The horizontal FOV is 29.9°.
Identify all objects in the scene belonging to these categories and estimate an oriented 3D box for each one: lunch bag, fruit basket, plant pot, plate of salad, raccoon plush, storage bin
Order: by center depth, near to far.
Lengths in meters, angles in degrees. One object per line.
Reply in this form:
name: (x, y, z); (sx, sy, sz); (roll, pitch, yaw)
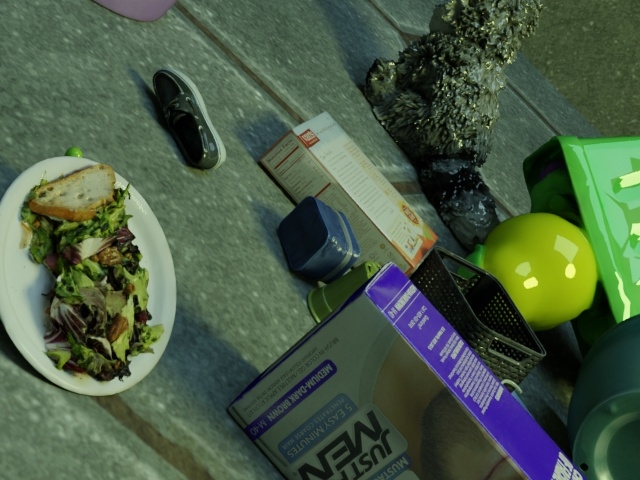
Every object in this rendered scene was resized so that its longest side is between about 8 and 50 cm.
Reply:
plate of salad: (-0.182, 0.026, 0.976); (0.200, 0.048, 0.200); (24, 59, -48)
plant pot: (0.042, 0.066, 1.347); (0.083, 0.079, 0.083); (39, 25, -22)
lunch bag: (0.000, 0.000, 1.392); (0.065, 0.067, 0.098); (29, 28, -38)
storage bin: (0.185, 0.103, 1.494); (0.122, 0.084, 0.180); (26, 21, -30)
plant pot: (0.430, 0.241, 1.502); (0.272, 0.271, 0.255); (52, 23, 9)
fruit basket: (0.362, 0.038, 1.775); (0.392, 0.392, 0.283); (49, -7, 3)
raccoon plush: (0.282, -0.227, 1.952); (0.216, 0.299, 0.446); (13, 42, -54)

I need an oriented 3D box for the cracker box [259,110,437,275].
cracker box: (0.040, -0.052, 1.547); (0.232, 0.067, 0.156); (49, 22, 0)

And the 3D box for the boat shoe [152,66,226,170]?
boat shoe: (-0.156, -0.142, 1.369); (0.142, 0.049, 0.040); (58, 25, 16)

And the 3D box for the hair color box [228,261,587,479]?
hair color box: (0.101, 0.211, 1.086); (0.339, 0.185, 0.110); (48, 23, 0)

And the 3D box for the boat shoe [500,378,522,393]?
boat shoe: (0.163, 0.176, 1.364); (0.254, 0.079, 0.095); (48, 34, 4)

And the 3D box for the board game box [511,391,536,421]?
board game box: (0.268, 0.289, 1.459); (0.281, 0.027, 0.145); (56, 23, 18)

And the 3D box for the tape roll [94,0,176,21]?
tape roll: (-0.278, -0.411, 1.528); (0.275, 0.090, 0.275); (38, 26, -22)

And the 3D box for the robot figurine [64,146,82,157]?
robot figurine: (-0.216, -0.027, 1.054); (0.115, 0.067, 0.101); (4, 60, -57)
